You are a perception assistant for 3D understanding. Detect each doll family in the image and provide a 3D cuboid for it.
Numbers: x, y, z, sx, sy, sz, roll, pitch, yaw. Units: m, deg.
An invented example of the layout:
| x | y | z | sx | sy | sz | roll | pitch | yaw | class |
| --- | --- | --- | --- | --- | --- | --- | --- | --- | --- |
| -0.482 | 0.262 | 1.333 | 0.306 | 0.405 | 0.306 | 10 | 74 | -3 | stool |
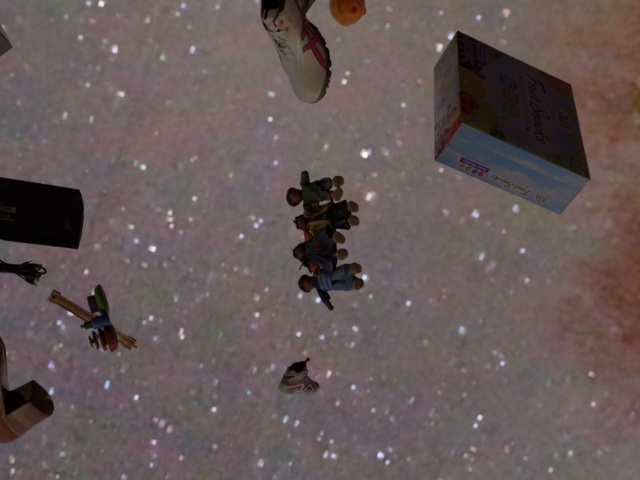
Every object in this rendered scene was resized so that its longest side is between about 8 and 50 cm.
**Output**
| x | y | z | sx | sy | sz | roll | pitch | yaw | class |
| --- | --- | --- | --- | --- | --- | --- | --- | --- | --- |
| 0.000 | 0.000 | 1.360 | 0.111 | 0.193 | 0.076 | -10 | 165 | 39 | doll family |

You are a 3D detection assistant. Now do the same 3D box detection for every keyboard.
| x | y | z | sx | sy | sz | roll | pitch | yaw | class |
| --- | --- | --- | --- | --- | --- | --- | --- | --- | --- |
| -0.626 | -0.022 | 1.886 | 0.317 | 0.201 | 0.033 | 8 | 173 | -17 | keyboard |

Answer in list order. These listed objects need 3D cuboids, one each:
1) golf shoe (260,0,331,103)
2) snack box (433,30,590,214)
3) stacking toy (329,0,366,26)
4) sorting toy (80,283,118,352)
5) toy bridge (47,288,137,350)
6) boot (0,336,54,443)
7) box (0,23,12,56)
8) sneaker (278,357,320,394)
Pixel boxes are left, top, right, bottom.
| x | y | z | sx | sy | sz | roll | pitch | yaw | class |
| --- | --- | --- | --- | --- | --- | --- | --- | --- | --- |
| -0.042 | -0.261 | 1.221 | 0.067 | 0.186 | 0.086 | -10 | -175 | 45 | golf shoe |
| 0.228 | -0.147 | 1.186 | 0.175 | 0.070 | 0.207 | 22 | -139 | -12 | snack box |
| 0.069 | -0.438 | 1.339 | 0.175 | 0.301 | 0.166 | 18 | 175 | -37 | stacking toy |
| -0.324 | 0.117 | 1.405 | 0.042 | 0.102 | 0.061 | -15 | -178 | -8 | sorting toy |
| -0.422 | 0.151 | 1.814 | 0.188 | 0.026 | 0.063 | 35 | 169 | -16 | toy bridge |
| -0.652 | 0.271 | 1.760 | 0.283 | 0.220 | 0.109 | 54 | -166 | -33 | boot |
| -0.529 | -0.369 | 1.332 | 0.231 | 0.056 | 0.183 | 56 | 180 | 33 | box |
| -0.028 | 0.242 | 1.755 | 0.038 | 0.069 | 0.098 | 28 | -167 | 37 | sneaker |
